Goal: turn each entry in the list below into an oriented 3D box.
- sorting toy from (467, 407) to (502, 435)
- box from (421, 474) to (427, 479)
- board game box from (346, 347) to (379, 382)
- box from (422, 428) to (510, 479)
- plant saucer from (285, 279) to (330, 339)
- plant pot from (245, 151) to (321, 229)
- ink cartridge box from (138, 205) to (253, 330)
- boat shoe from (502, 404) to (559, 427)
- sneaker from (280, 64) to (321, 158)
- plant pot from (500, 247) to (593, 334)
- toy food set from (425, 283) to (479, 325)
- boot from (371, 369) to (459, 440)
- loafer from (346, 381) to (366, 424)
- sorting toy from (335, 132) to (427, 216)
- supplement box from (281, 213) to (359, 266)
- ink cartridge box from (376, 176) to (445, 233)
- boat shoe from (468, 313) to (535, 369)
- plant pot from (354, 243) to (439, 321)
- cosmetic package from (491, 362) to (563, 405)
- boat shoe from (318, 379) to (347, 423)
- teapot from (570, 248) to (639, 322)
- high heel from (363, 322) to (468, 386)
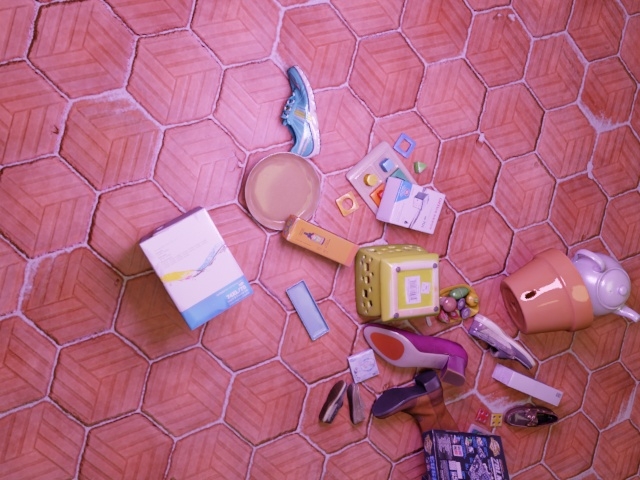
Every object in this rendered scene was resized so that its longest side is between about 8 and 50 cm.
[{"bbox_3d":[0.580,0.742,1.895,0.132,0.046,0.275,30,85,-18],"label":"sorting toy"},{"bbox_3d":[0.472,1.006,1.811,0.296,0.182,0.294,18,89,-17],"label":"box"},{"bbox_3d":[0.141,0.414,1.742,0.090,0.020,0.090,-18,100,-15],"label":"board game box"},{"bbox_3d":[0.487,0.783,1.720,0.293,0.073,0.296,13,55,-22],"label":"box"},{"bbox_3d":[-0.040,0.220,1.670,0.067,0.018,0.192,-30,102,-13],"label":"plant saucer"},{"bbox_3d":[-0.114,-0.150,1.592,0.236,0.032,0.236,-5,106,-18],"label":"plant pot"},{"bbox_3d":[-0.349,0.067,1.465,0.197,0.198,0.270,-31,104,-12],"label":"ink cartridge box"},{"bbox_3d":[0.777,0.650,1.935,0.206,0.073,0.073,-2,96,-16],"label":"boat shoe"},{"bbox_3d":[-0.067,-0.382,1.569,0.109,0.107,0.275,-10,97,-7],"label":"sneaker"},{"bbox_3d":[0.753,0.195,1.795,0.203,0.291,0.291,-21,101,2],"label":"plant pot"},{"bbox_3d":[0.459,0.226,1.798,0.217,0.071,0.128,-13,98,-16],"label":"toy food set"},{"bbox_3d":[0.328,0.616,1.802,0.264,0.096,0.281,-29,111,-20],"label":"boot"},{"bbox_3d":[0.120,0.533,1.730,0.050,0.056,0.148,-8,107,-17],"label":"loafer"},{"bbox_3d":[0.204,-0.193,1.695,0.347,0.047,0.196,-43,105,-9],"label":"sorting toy"},{"bbox_3d":[0.000,0.000,1.615,0.233,0.080,0.078,25,95,-27],"label":"supplement box"},{"bbox_3d":[0.290,-0.111,1.684,0.190,0.082,0.140,13,97,-30],"label":"ink cartridge box"},{"bbox_3d":[0.634,0.372,1.855,0.285,0.103,0.092,40,88,-13],"label":"boat shoe"},{"bbox_3d":[0.250,0.135,1.655,0.227,0.207,0.228,-4,97,-18],"label":"plant pot"},{"bbox_3d":[0.748,0.523,1.902,0.239,0.099,0.060,25,90,-17],"label":"cosmetic package"},{"bbox_3d":[0.049,0.524,1.708,0.049,0.056,0.152,29,95,-22],"label":"boat shoe"},{"bbox_3d":[1.022,0.161,1.910,0.256,0.187,0.253,3,93,-17],"label":"teapot"},{"bbox_3d":[0.321,0.350,1.780,0.377,0.181,0.127,30,119,-3],"label":"high heel"}]
